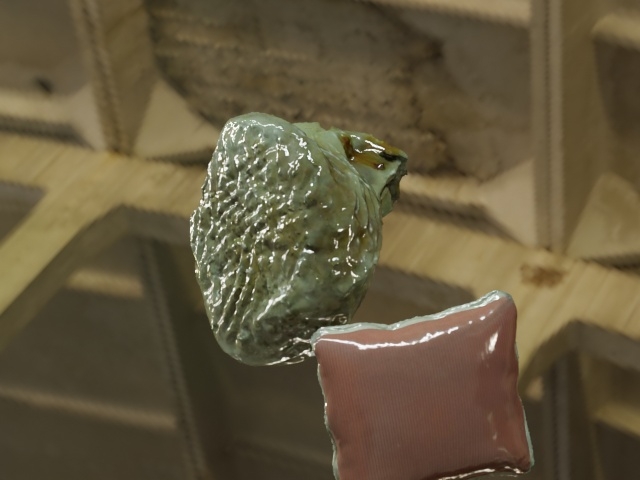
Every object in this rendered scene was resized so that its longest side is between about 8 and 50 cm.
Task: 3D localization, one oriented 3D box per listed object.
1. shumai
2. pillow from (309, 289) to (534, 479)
[{"bbox_3d":[0.000,0.000,1.659,0.225,0.222,0.261,-3,-97,48],"label":"shumai"},{"bbox_3d":[0.086,0.134,1.343,0.075,0.179,0.171,-145,-136,-68],"label":"pillow"}]
